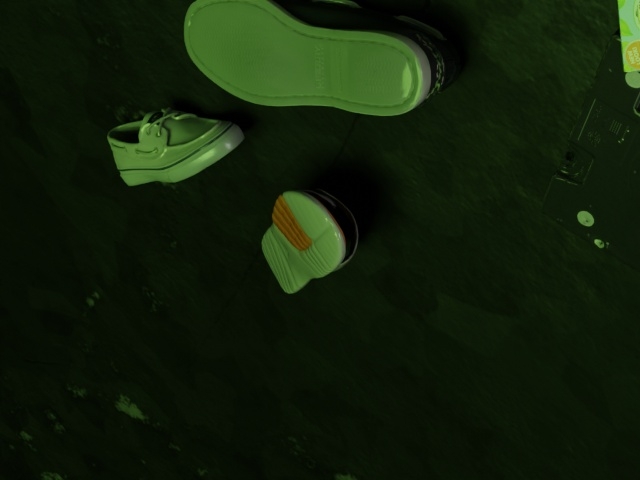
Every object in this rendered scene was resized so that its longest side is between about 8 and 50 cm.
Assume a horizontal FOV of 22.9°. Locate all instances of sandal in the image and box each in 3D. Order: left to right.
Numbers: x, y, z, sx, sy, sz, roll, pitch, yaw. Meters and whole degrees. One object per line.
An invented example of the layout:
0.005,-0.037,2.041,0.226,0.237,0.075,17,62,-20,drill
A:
-0.005,-0.009,1.779,0.102,0.076,0.265,61,163,3,sandal

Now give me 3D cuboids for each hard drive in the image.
0.380,-0.030,1.403,0.339,0.064,0.237,33,141,17,hard drive

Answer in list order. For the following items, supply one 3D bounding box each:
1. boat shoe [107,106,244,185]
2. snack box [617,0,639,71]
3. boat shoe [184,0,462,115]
-0.180,-0.114,1.825,0.226,0.083,0.076,-13,116,49,boat shoe
0.316,-0.192,1.284,0.141,0.037,0.100,-1,108,21,snack box
-0.002,-0.188,1.586,0.302,0.091,0.114,21,117,30,boat shoe
